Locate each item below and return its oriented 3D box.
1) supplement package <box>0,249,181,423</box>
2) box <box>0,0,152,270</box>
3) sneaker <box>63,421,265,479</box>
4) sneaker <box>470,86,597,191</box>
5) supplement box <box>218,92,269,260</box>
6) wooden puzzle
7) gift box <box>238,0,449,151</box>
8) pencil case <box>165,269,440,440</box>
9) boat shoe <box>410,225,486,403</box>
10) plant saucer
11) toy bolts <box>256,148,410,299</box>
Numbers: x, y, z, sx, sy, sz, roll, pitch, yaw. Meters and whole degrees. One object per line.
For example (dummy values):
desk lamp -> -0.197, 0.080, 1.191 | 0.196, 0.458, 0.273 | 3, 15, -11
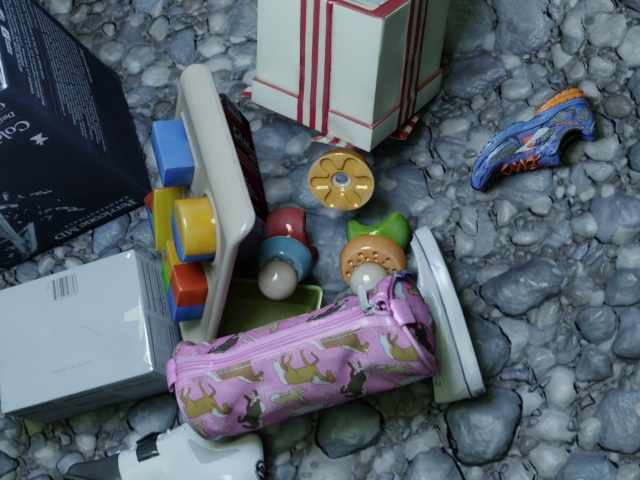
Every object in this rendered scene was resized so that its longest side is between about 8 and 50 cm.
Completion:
supplement package -> -0.371, 0.158, 1.746 | 0.261, 0.145, 0.204 | -16, 70, 12
box -> -0.605, -0.164, 1.745 | 0.479, 0.472, 0.298 | -24, 69, 9
sneaker -> -0.233, 0.346, 1.672 | 0.330, 0.122, 0.146 | -1, 55, 19
sneaker -> 0.324, -0.141, 1.651 | 0.221, 0.083, 0.087 | -36, 71, 7
supplement box -> -0.144, -0.102, 1.762 | 0.073, 0.130, 0.240 | -18, 70, 11
wooden puzzle -> -0.206, -0.040, 1.648 | 0.080, 0.348, 0.322 | -4, 55, -22
gift box -> 0.029, -0.293, 1.669 | 0.255, 0.258, 0.276 | 28, 46, 27
pencil case -> -0.026, 0.169, 1.549 | 0.386, 0.160, 0.167 | -20, 105, 19
boat shoe -> 0.168, 0.111, 1.618 | 0.088, 0.096, 0.268 | -18, 77, 7
plant saucer -> -0.092, 0.159, 1.710 | 0.188, 0.045, 0.189 | 5, 76, 20
toy bolts -> 0.000, 0.000, 1.629 | 0.228, 0.218, 0.158 | -13, 31, 19
